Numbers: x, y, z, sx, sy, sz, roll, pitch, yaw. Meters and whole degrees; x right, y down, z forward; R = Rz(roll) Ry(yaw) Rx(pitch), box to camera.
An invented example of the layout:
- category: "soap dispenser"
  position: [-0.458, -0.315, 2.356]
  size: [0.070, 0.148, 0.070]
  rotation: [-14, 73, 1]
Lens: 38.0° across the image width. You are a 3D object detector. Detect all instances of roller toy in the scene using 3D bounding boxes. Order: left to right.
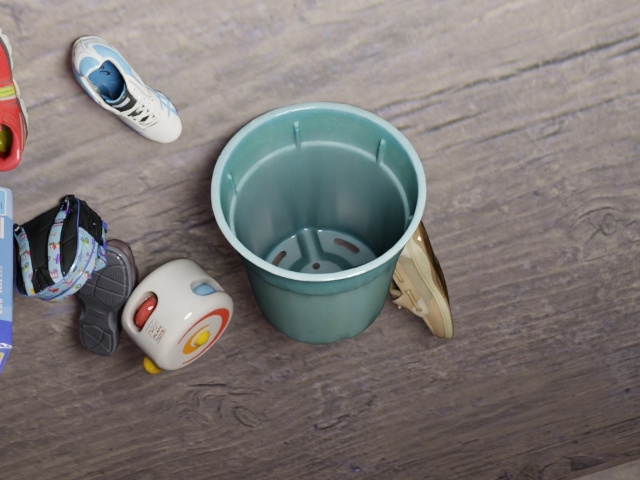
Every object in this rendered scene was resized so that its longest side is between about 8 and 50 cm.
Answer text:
- category: "roller toy"
  position: [-0.269, 0.147, 1.770]
  size: [0.209, 0.146, 0.191]
  rotation: [-40, 158, -22]

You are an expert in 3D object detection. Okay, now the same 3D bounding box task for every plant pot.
- category: "plant pot"
  position: [0.000, 0.000, 1.603]
  size: [0.341, 0.341, 0.334]
  rotation: [-9, 148, -4]

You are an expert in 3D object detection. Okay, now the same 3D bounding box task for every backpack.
- category: "backpack"
  position: [-0.452, 0.031, 1.616]
  size: [0.158, 0.173, 0.117]
  rotation: [-26, 139, 15]

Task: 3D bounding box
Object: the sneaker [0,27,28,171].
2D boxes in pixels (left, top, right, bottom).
- category: "sneaker"
  position: [-0.490, -0.212, 1.353]
  size: [0.107, 0.118, 0.279]
  rotation: [-13, 141, -1]

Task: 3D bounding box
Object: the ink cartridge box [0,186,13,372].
- category: "ink cartridge box"
  position: [-0.604, 0.131, 1.518]
  size: [0.151, 0.396, 0.270]
  rotation: [11, 136, -26]

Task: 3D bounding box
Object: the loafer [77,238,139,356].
- category: "loafer"
  position: [-0.406, 0.097, 1.796]
  size: [0.109, 0.095, 0.303]
  rotation: [24, 132, 4]

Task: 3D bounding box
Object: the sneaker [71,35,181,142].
- category: "sneaker"
  position: [-0.297, -0.215, 1.431]
  size: [0.085, 0.086, 0.237]
  rotation: [-28, 140, 15]

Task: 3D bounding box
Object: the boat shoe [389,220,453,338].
- category: "boat shoe"
  position: [0.195, 0.086, 1.913]
  size: [0.110, 0.122, 0.341]
  rotation: [-16, 131, 11]
